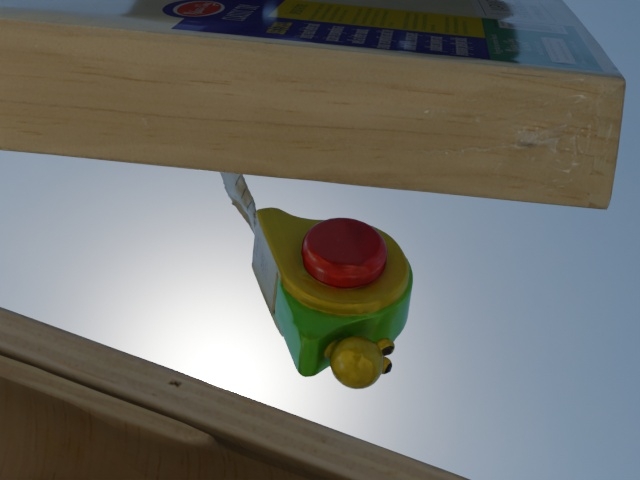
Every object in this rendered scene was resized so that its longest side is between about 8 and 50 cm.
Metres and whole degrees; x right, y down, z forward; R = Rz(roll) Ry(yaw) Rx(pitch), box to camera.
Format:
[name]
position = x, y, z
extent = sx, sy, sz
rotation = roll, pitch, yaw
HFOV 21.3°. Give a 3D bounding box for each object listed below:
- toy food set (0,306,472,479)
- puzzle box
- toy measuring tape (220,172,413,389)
[toy food set]
position = -0.101, 0.162, 0.371
extent = 0.219, 0.092, 0.306
rotation = 19, -88, 7
[puzzle box]
position = -0.015, -0.092, 0.803
extent = 0.272, 0.409, 0.052
rotation = 6, -77, 3
[toy measuring tape]
position = 0.000, 0.000, 1.423
extent = 0.121, 0.330, 0.121
rotation = -11, -47, -12
